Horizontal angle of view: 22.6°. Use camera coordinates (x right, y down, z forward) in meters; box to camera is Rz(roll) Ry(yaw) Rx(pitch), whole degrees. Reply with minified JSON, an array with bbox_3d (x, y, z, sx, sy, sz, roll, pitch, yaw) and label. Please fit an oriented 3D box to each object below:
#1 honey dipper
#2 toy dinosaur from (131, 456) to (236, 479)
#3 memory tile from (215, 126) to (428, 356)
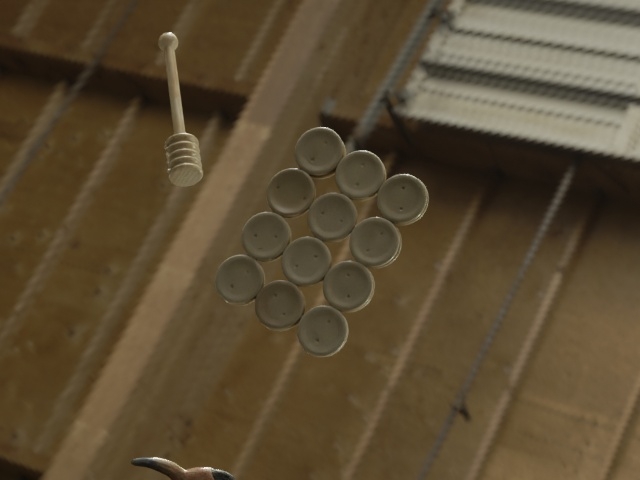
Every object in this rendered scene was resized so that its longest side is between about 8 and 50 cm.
[{"bbox_3d":[-0.126,-0.118,1.399,0.030,0.030,0.161,-18,-126,11],"label":"honey dipper"},{"bbox_3d":[-0.182,0.284,1.101,0.295,0.200,0.127,-30,-161,-32],"label":"toy dinosaur"},{"bbox_3d":[0.000,0.000,1.146,0.113,0.012,0.148,29,-96,20],"label":"memory tile"}]
